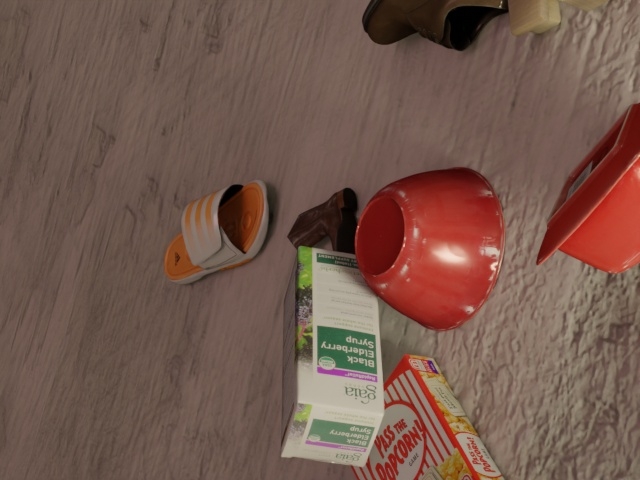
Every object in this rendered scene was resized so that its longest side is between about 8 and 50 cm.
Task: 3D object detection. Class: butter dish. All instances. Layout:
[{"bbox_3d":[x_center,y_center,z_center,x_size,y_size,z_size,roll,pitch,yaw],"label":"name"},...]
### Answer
[{"bbox_3d":[0.285,-0.034,1.251,0.160,0.118,0.160,-52,1,33],"label":"butter dish"}]

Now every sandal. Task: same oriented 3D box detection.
[{"bbox_3d":[-0.162,-0.003,1.898,0.265,0.076,0.102,-31,57,47],"label":"sandal"}]

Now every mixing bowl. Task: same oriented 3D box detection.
[{"bbox_3d":[0.100,0.002,1.509,0.181,0.098,0.181,-20,65,52],"label":"mixing bowl"}]

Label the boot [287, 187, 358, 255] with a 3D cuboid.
[{"bbox_3d":[0.000,0.000,1.703,0.114,0.037,0.106,-29,46,45],"label":"boot"}]

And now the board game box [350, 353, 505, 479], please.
[{"bbox_3d":[0.107,0.240,1.483,0.146,0.045,0.193,-59,40,27],"label":"board game box"}]

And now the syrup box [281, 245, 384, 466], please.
[{"bbox_3d":[0.011,0.124,1.530,0.237,0.093,0.096,-91,13,-48],"label":"syrup box"}]

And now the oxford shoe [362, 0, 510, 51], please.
[{"bbox_3d":[0.124,-0.250,1.556,0.227,0.083,0.096,-18,71,53],"label":"oxford shoe"}]

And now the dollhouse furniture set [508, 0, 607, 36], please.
[{"bbox_3d":[0.252,-0.412,1.337,0.355,0.174,0.303,-26,60,49],"label":"dollhouse furniture set"}]
